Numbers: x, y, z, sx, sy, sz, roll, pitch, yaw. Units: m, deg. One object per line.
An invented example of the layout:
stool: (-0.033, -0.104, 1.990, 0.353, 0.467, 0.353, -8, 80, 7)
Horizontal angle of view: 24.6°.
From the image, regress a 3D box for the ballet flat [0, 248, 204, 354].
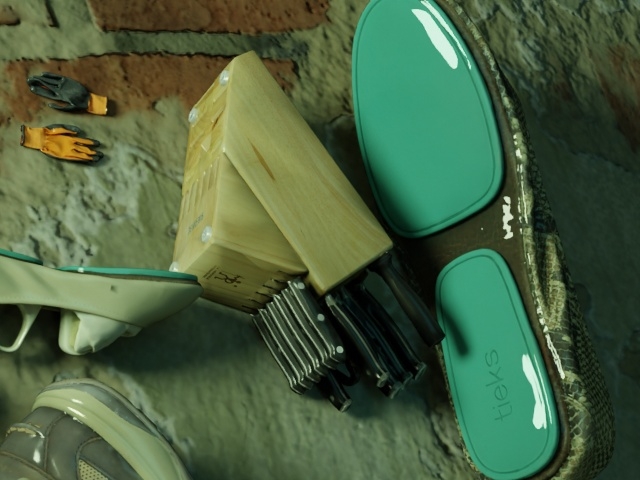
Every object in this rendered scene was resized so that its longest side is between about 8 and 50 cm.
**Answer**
ballet flat: (-0.209, 0.048, 1.116, 0.248, 0.086, 0.086, 11, 59, -26)

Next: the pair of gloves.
pair of gloves: (-0.214, -0.103, 1.233, 0.074, 0.010, 0.083, 16, 56, -25)

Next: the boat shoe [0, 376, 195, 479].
boat shoe: (-0.103, 0.260, 1.036, 0.355, 0.132, 0.130, 43, 59, 7)

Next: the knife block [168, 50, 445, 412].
knife block: (0.000, 0.000, 1.262, 0.242, 0.088, 0.276, 19, 55, -24)

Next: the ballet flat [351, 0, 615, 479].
ballet flat: (0.155, 0.000, 1.340, 0.182, 0.164, 0.483, 4, 66, -55)
